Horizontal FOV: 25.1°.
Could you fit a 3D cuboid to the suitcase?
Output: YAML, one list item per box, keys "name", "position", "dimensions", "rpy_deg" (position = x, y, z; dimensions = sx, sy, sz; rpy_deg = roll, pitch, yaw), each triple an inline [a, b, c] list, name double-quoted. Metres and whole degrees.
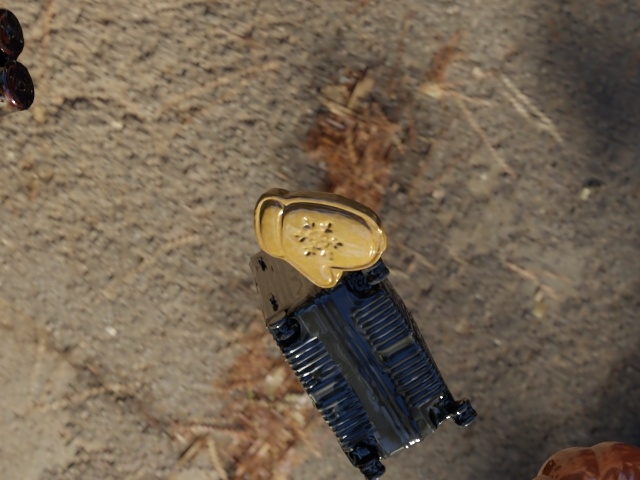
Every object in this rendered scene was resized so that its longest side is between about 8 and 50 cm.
- name: "suitcase"
  position: [0.039, 0.108, 1.717]
  dimensions: [0.152, 0.335, 0.229]
  rpy_deg: [-31, 105, 2]

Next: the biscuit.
- name: "biscuit"
  position: [0.000, 0.001, 1.491]
  dimensions: [0.023, 0.140, 0.118]
  rpy_deg: [-64, 151, -50]

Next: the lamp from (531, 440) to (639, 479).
- name: "lamp"
  position: [0.278, 0.286, 1.398]
  dimensions: [0.187, 0.187, 0.164]
  rpy_deg: [-43, 154, -14]

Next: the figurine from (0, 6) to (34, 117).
- name: "figurine"
  position: [-0.475, -0.146, 1.450]
  dimensions: [0.370, 0.167, 0.281]
  rpy_deg: [-12, 94, 11]
